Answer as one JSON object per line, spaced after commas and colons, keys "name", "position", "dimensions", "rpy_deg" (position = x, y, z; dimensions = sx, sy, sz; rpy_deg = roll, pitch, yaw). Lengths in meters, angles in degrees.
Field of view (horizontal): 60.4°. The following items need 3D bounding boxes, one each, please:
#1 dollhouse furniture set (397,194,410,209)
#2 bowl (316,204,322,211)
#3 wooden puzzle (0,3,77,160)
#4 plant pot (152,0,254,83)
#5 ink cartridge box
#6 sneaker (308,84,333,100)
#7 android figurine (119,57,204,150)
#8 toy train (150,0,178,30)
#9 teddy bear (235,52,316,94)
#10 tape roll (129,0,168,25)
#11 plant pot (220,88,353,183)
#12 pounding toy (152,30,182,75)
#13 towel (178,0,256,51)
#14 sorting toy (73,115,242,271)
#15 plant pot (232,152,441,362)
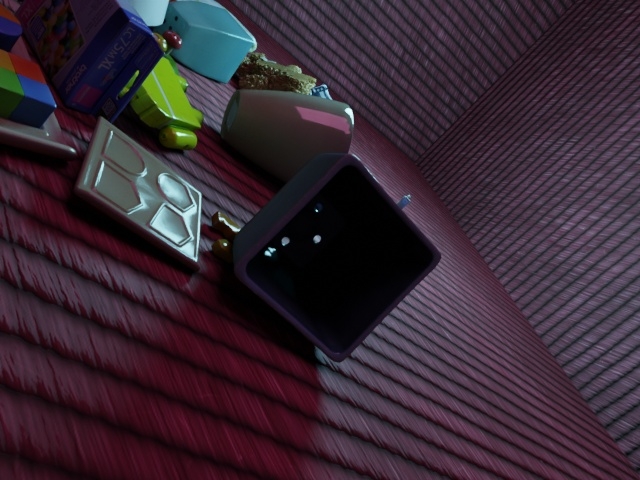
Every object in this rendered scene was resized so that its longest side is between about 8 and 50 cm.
{"name": "dollhouse furniture set", "position": [0.226, -0.137, 1.744], "dimensions": [0.114, 0.081, 0.091], "rpy_deg": [45, 18, -1]}
{"name": "bowl", "position": [0.112, -0.081, 1.633], "dimensions": [0.391, 0.077, 0.391], "rpy_deg": [39, 19, -17]}
{"name": "wooden puzzle", "position": [-0.504, -0.268, 0.717], "dimensions": [0.348, 0.080, 0.322], "rpy_deg": [53, 20, 24]}
{"name": "plant pot", "position": [-0.354, -0.594, 1.615], "dimensions": [0.165, 0.166, 0.234], "rpy_deg": [50, 26, 17]}
{"name": "ink cartridge box", "position": [-0.406, -0.357, 0.949], "dimensions": [0.311, 0.186, 0.065], "rpy_deg": [52, 17, 21]}
{"name": "sneaker", "position": [-0.072, -0.620, 2.269], "dimensions": [0.282, 0.153, 0.099], "rpy_deg": [41, 18, -12]}
{"name": "android figurine", "position": [-0.327, -0.296, 1.091], "dimensions": [0.248, 0.056, 0.273], "rpy_deg": [64, 14, 1]}
{"name": "toy train", "position": [-0.471, -0.670, 1.630], "dimensions": [0.125, 0.046, 0.166], "rpy_deg": [38, 54, 19]}
{"name": "teddy bear", "position": [-0.176, -0.556, 1.896], "dimensions": [0.337, 0.113, 0.245], "rpy_deg": [24, 32, 11]}
{"name": "tape roll", "position": [-0.502, -0.616, 1.303], "dimensions": [0.286, 0.100, 0.286], "rpy_deg": [21, 28, -11]}
{"name": "plant pot", "position": [-0.099, -0.270, 1.380], "dimensions": [0.273, 0.257, 0.257], "rpy_deg": [16, 30, -26]}
{"name": "pounding toy", "position": [-0.407, -0.458, 1.285], "dimensions": [0.236, 0.110, 0.183], "rpy_deg": [31, 22, -36]}
{"name": "towel", "position": [-0.427, -0.784, 1.887], "dimensions": [0.374, 0.090, 0.321], "rpy_deg": [15, 29, -38]}
{"name": "sorting toy", "position": [-0.242, -0.045, 0.876], "dimensions": [0.307, 0.041, 0.229], "rpy_deg": [40, 21, -35]}
{"name": "plant pot", "position": [0.000, 0.000, 0.950], "dimensions": [0.248, 0.247, 0.252], "rpy_deg": [45, 0, -24]}
